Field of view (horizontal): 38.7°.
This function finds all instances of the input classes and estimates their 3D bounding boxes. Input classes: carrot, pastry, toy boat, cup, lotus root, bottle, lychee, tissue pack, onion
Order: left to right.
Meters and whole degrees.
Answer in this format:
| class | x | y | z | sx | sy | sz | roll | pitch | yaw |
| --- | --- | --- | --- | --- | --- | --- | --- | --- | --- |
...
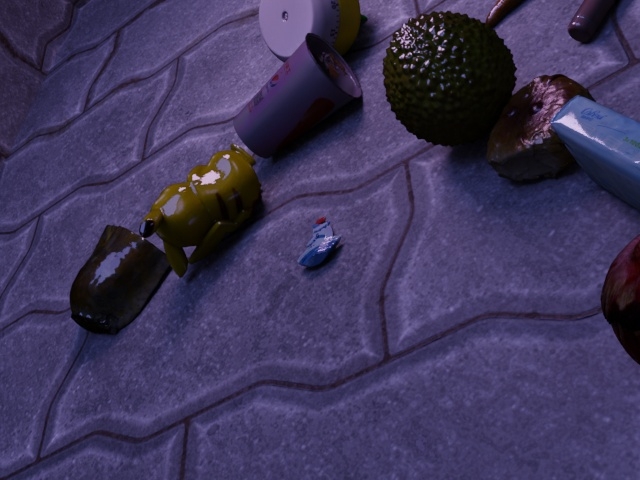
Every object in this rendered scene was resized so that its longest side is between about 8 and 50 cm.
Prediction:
| class | x | y | z | sx | sy | sz | roll | pitch | yaw |
| --- | --- | --- | --- | --- | --- | --- | --- | --- | --- |
| lotus root | -0.550 | 0.099 | 2.323 | 0.267 | 0.149 | 0.260 | 13 | 65 | 55 |
| cup | -0.067 | -0.339 | 2.224 | 0.288 | 0.203 | 0.203 | -38 | 35 | 23 |
| toy boat | 0.006 | 0.000 | 1.935 | 0.105 | 0.034 | 0.149 | -18 | 31 | 40 |
| lychee | 0.248 | -0.312 | 1.770 | 0.270 | 0.320 | 0.269 | 5 | 99 | 36 |
| carrot | 0.431 | -0.542 | 2.001 | 0.191 | 0.047 | 0.047 | -43 | 35 | 9 |
| pastry | 0.398 | -0.200 | 1.644 | 0.218 | 0.100 | 0.229 | -49 | 33 | -2 |
| bottle | 0.539 | -0.457 | 1.790 | 0.053 | 0.053 | 0.140 | 17 | 68 | 53 |
| tissue pack | 0.488 | -0.113 | 1.393 | 0.089 | 0.177 | 0.263 | -44 | 34 | 4 |
| onion | 0.488 | 0.064 | 1.208 | 0.246 | 0.190 | 0.246 | -41 | 17 | 16 |

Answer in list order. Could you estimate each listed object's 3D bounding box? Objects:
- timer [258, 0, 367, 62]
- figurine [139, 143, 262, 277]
| class | x | y | z | sx | sy | sz | roll | pitch | yaw |
| --- | --- | --- | --- | --- | --- | --- | --- | --- | --- |
| timer | 0.007 | -0.582 | 2.360 | 0.285 | 0.285 | 0.285 | -28 | 39 | 25 |
| figurine | -0.280 | -0.072 | 2.159 | 0.327 | 0.218 | 0.169 | -32 | 52 | -14 |
